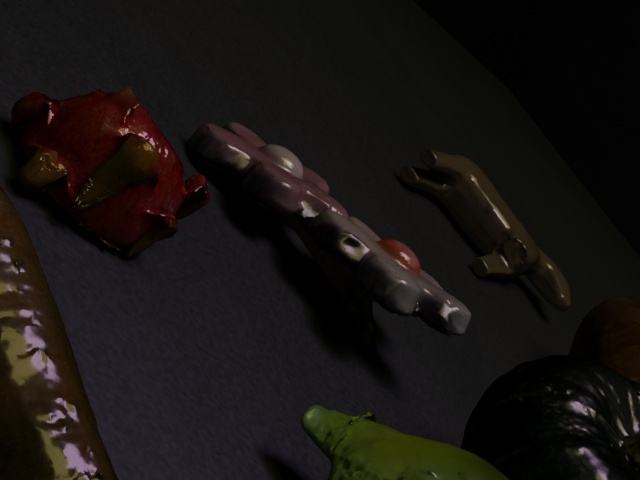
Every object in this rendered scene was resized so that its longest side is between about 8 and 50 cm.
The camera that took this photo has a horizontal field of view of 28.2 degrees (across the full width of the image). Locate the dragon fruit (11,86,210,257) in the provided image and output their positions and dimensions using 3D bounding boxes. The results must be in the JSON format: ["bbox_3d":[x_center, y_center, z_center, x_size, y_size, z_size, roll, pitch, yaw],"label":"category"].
[{"bbox_3d":[-0.117,-0.051,0.743,0.126,0.068,0.112,35,19,-44],"label":"dragon fruit"}]

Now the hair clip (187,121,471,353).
[{"bbox_3d":[0.004,-0.006,0.971,0.257,0.075,0.146,47,19,14],"label":"hair clip"}]

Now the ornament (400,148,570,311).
[{"bbox_3d":[0.217,-0.006,1.551,0.230,0.061,0.245,54,20,16],"label":"ornament"}]

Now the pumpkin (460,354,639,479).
[{"bbox_3d":[0.188,0.174,0.858,0.212,0.152,0.211,38,17,-14],"label":"pumpkin"}]

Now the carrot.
[{"bbox_3d":[-0.085,0.117,0.431,0.070,0.070,0.342,21,36,-59],"label":"carrot"}]

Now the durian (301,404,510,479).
[{"bbox_3d":[0.079,0.181,0.641,0.139,0.101,0.250,33,21,-42],"label":"durian"}]

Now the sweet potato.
[{"bbox_3d":[0.329,0.160,1.300,0.158,0.158,0.369,47,15,-5],"label":"sweet potato"}]
